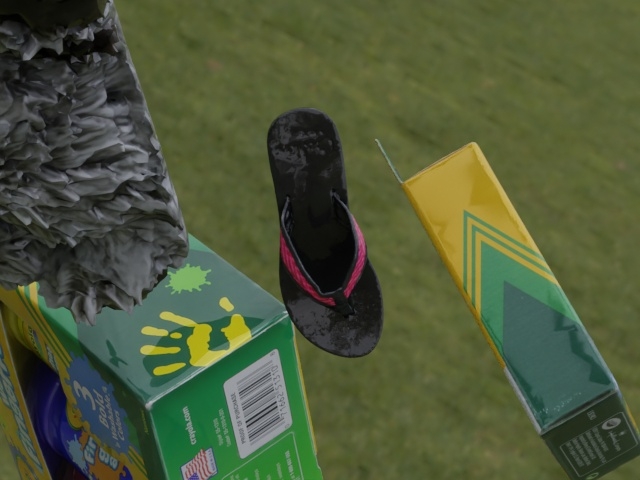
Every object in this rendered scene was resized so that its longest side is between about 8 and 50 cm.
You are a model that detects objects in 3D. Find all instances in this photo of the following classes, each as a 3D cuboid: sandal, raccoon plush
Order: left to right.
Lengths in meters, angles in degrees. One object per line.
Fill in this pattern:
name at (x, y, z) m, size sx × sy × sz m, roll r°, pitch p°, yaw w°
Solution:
raccoon plush at (-0.234, -0.080, 0.690) m, size 0.299 × 0.446 × 0.216 m, roll -18°, pitch 65°, yaw -4°
sandal at (0.000, 0.000, 1.183) m, size 0.067 × 0.179 × 0.040 m, roll -14°, pitch 16°, yaw -3°

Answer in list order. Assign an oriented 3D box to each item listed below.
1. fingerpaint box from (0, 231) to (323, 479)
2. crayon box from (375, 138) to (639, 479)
fingerpaint box at (-0.168, 0.181, 1.667) m, size 0.163 × 0.445 × 0.371 m, roll -32°, pitch 45°, yaw -25°
crayon box at (0.176, 0.050, 1.608) m, size 0.323 × 0.083 × 0.203 m, roll 62°, pitch 5°, yaw 27°
